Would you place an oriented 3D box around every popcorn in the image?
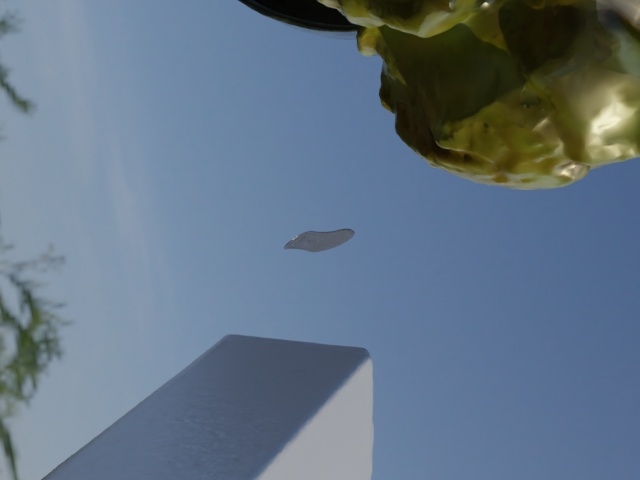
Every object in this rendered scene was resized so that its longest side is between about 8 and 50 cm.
[{"bbox_3d":[0.133,-0.173,1.056,0.225,0.277,0.276,-103,-170,-70],"label":"popcorn"}]

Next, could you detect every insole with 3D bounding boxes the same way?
[{"bbox_3d":[0.000,0.000,1.568,0.002,0.045,0.135,58,20,14],"label":"insole"}]

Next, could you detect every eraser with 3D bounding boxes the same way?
[{"bbox_3d":[-0.055,0.116,0.596,0.298,0.078,0.076,-36,128,-68],"label":"eraser"}]

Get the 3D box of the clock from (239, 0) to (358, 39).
[{"bbox_3d":[0.031,-0.323,1.247,0.067,0.325,0.325,25,52,-75],"label":"clock"}]
